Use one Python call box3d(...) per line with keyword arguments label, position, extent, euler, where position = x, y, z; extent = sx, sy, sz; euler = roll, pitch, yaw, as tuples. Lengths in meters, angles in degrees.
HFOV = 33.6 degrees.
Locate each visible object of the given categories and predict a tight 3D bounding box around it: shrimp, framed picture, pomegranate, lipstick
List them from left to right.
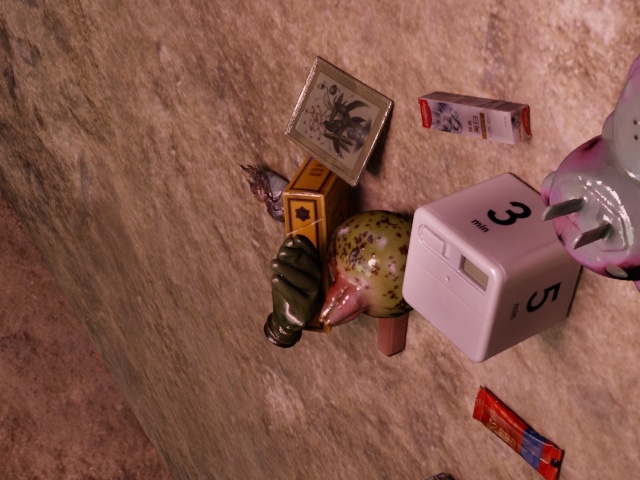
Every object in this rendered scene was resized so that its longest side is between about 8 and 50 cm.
box3d(label="shrimp", position=(-0.117, -0.114, 2.285), extent=(0.233, 0.079, 0.090), euler=(42, 179, 42))
box3d(label="framed picture", position=(0.028, -0.223, 1.965), extent=(0.231, 0.010, 0.173), euler=(37, 111, 41))
box3d(label="pomegranate", position=(0.086, 0.068, 1.899), extent=(0.214, 0.248, 0.214), euler=(36, 159, 17))
box3d(label="lipstick", position=(0.141, 0.157, 2.065), extent=(0.045, 0.045, 0.145), euler=(42, 142, 41))

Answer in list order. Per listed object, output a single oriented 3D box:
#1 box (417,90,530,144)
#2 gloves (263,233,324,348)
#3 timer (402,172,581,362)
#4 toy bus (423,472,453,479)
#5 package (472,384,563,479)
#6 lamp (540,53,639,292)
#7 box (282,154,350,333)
box3d(label="box", position=(0.240, -0.196, 1.680), extent=(0.218, 0.039, 0.055), euler=(19, 126, 53))
box3d(label="gloves", position=(-0.048, 0.089, 1.928), extent=(0.268, 0.107, 0.135), euler=(96, 155, -49))
box3d(label="timer", position=(0.265, 0.039, 1.637), extent=(0.192, 0.195, 0.194), euler=(43, 141, 37))
box3d(label="toy bus", position=(0.217, 0.573, 2.146), extent=(0.091, 0.109, 0.261), euler=(46, 146, 30))
box3d(label="package", position=(0.345, 0.341, 1.874), extent=(0.200, 0.022, 0.083), euler=(38, 139, 40))
box3d(label="lamp", position=(0.396, -0.078, 1.311), extent=(0.247, 0.247, 0.301), euler=(47, 137, 28))
box3d(label="box", position=(0.000, 0.000, 2.043), extent=(0.084, 0.193, 0.301), euler=(5, 121, 14))
